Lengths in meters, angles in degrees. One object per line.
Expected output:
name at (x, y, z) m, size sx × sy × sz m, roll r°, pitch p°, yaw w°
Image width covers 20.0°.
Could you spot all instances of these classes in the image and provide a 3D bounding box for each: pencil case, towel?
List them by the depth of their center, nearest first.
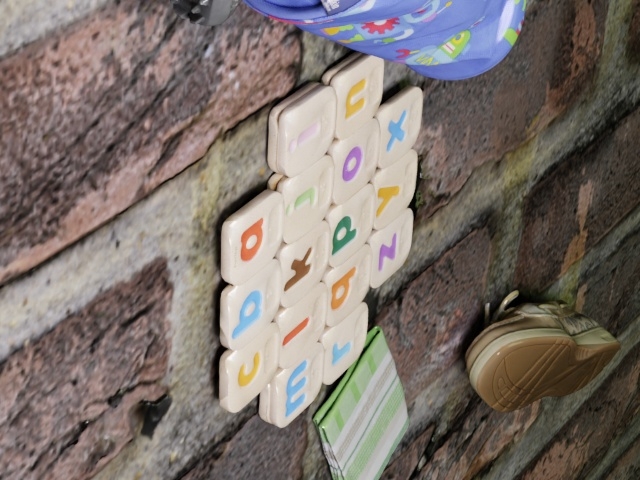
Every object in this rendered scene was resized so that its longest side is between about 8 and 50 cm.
pencil case at (0.047, -0.185, 1.223) m, size 0.306 × 0.133 × 0.119 m, roll 6°, pitch 75°, yaw -65°
towel at (0.036, 0.157, 1.585) m, size 0.113 × 0.023 × 0.152 m, roll -58°, pitch 150°, yaw -29°

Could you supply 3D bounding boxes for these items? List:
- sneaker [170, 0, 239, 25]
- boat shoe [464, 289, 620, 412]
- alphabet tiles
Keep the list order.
sneaker at (-0.040, -0.238, 1.047) m, size 0.106 × 0.078 × 0.234 m, roll -18°, pitch 124°, yaw -38°
boat shoe at (0.209, 0.107, 1.838) m, size 0.104 × 0.089 × 0.285 m, roll -48°, pitch 157°, yaw 16°
alphabet tiles at (0.000, 0.000, 1.391) m, size 0.278 × 0.021 × 0.284 m, roll -40°, pitch 142°, yaw -47°
